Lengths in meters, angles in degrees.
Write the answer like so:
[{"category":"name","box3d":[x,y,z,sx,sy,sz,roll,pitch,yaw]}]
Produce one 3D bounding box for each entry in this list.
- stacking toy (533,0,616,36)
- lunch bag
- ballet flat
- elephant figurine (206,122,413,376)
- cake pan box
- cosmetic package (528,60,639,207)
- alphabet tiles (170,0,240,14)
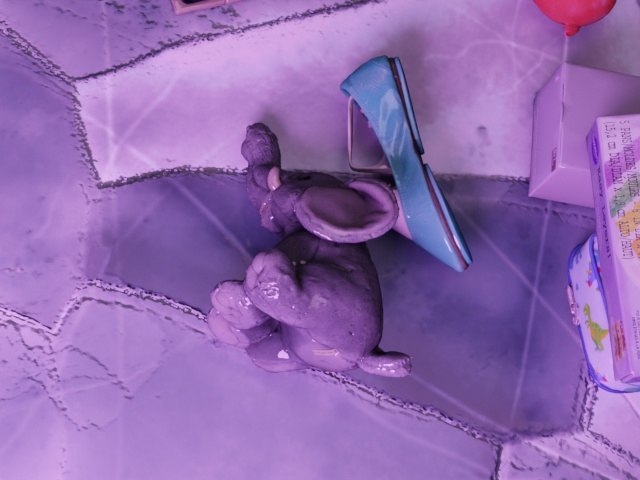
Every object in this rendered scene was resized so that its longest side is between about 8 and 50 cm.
[{"category":"stacking toy","box3d":[0.283,-0.396,1.277,0.279,0.130,0.309,29,64,28]},{"category":"lunch bag","box3d":[0.370,0.067,1.120,0.219,0.090,0.176,-7,72,-12]},{"category":"ballet flat","box3d":[0.079,-0.070,1.128,0.087,0.083,0.247,-21,75,9]},{"category":"elephant figurine","box3d":[0.000,0.000,1.052,0.186,0.169,0.239,43,50,-25]},{"category":"cake pan box","box3d":[0.392,-0.006,1.038,0.245,0.070,0.267,-3,76,1]},{"category":"cosmetic package","box3d":[0.350,-0.097,1.167,0.238,0.107,0.127,10,71,-4]},{"category":"alphabet tiles","box3d":[-0.135,-0.420,1.232,0.285,0.011,0.343,-17,76,-15]}]
